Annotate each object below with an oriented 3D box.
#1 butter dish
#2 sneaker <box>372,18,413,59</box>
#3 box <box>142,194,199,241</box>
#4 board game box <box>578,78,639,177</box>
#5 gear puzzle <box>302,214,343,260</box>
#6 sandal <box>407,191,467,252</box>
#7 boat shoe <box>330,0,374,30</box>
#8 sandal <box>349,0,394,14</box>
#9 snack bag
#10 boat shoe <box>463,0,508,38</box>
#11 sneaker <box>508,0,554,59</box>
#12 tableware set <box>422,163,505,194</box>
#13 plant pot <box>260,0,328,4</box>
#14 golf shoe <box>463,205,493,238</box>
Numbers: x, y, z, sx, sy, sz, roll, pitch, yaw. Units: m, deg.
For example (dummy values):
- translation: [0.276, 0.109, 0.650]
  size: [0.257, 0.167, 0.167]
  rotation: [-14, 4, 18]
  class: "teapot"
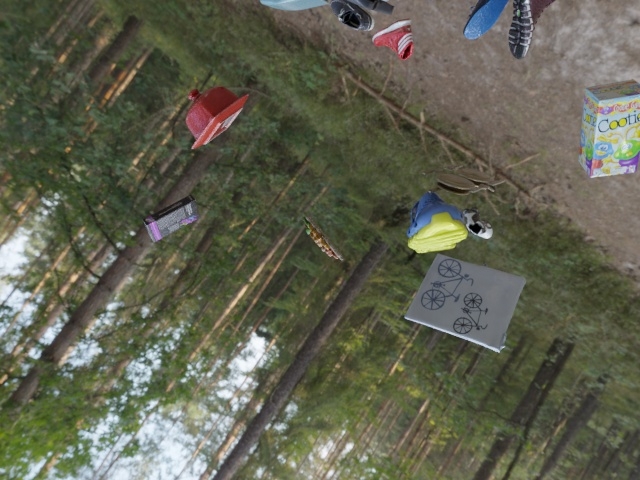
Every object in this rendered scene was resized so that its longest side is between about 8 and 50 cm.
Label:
- translation: [-0.292, -0.342, 1.080]
  size: [0.118, 0.160, 0.160]
  rotation: [46, 138, -11]
  class: "butter dish"
- translation: [0.273, -0.742, 1.578]
  size: [0.221, 0.087, 0.128]
  rotation: [-154, 48, -70]
  class: "sneaker"
- translation: [-0.455, -0.068, 1.277]
  size: [0.029, 0.162, 0.116]
  rotation: [51, 156, 15]
  class: "box"
- translation: [0.985, -0.375, 1.406]
  size: [0.144, 0.142, 0.275]
  rotation: [-6, 124, 18]
  class: "board game box"
- translation: [0.000, 0.000, 1.269]
  size: [0.175, 0.044, 0.339]
  rotation: [50, -178, 0]
  class: "gear puzzle"
- translation: [0.254, -0.048, 0.948]
  size: [0.126, 0.138, 0.317]
  rotation: [-7, 174, 8]
  class: "sandal"
- translation: [0.094, -0.782, 1.427]
  size: [0.206, 0.065, 0.075]
  rotation: [45, 144, 26]
  class: "boat shoe"
- translation: [0.128, -0.670, 1.134]
  size: [0.097, 0.054, 0.254]
  rotation: [32, -147, 15]
  class: "sandal"
- translation: [0.518, 0.204, 1.476]
  size: [0.343, 0.323, 0.037]
  rotation: [16, 145, 32]
  class: "snack bag"
- translation: [0.636, -0.877, 1.549]
  size: [0.109, 0.258, 0.089]
  rotation: [28, -149, -28]
  class: "boat shoe"
- translation: [0.764, -0.794, 1.455]
  size: [0.106, 0.163, 0.281]
  rotation: [-114, 3, -45]
  class: "sneaker"
- translation: [0.335, -0.132, 0.968]
  size: [0.128, 0.039, 0.194]
  rotation: [31, -147, 34]
  class: "tableware set"
- translation: [-0.139, -1.112, 1.753]
  size: [0.252, 0.247, 0.248]
  rotation: [-8, -161, 20]
  class: "plant pot"
- translation: [0.624, -0.047, 1.650]
  size: [0.077, 0.093, 0.198]
  rotation: [-20, 135, 40]
  class: "golf shoe"
